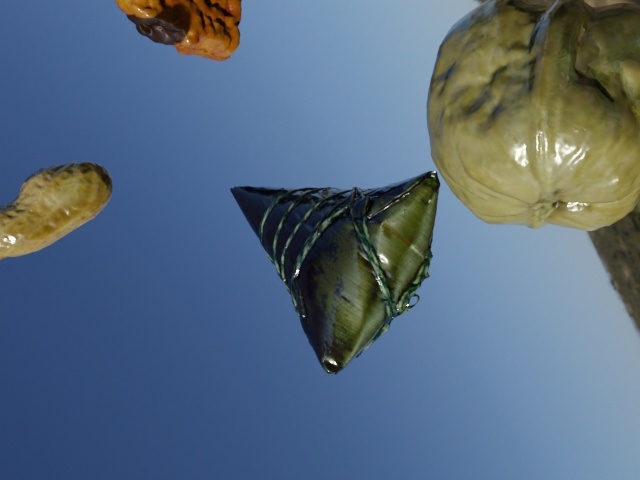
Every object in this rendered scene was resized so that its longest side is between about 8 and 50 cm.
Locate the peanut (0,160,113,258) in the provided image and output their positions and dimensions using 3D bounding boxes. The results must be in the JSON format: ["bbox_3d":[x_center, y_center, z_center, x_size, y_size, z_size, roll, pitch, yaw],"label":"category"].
[{"bbox_3d":[-0.423,-0.048,1.278,0.108,0.226,0.095,55,171,1],"label":"peanut"}]

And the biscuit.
[{"bbox_3d":[-0.273,-0.541,1.702,0.318,0.111,0.312,8,-95,-50],"label":"biscuit"}]

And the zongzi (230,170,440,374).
[{"bbox_3d":[0.000,0.000,1.337,0.362,0.319,0.383,30,179,0],"label":"zongzi"}]

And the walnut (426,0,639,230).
[{"bbox_3d":[0.274,-0.152,0.994,0.253,0.282,0.276,29,-111,-47],"label":"walnut"}]
